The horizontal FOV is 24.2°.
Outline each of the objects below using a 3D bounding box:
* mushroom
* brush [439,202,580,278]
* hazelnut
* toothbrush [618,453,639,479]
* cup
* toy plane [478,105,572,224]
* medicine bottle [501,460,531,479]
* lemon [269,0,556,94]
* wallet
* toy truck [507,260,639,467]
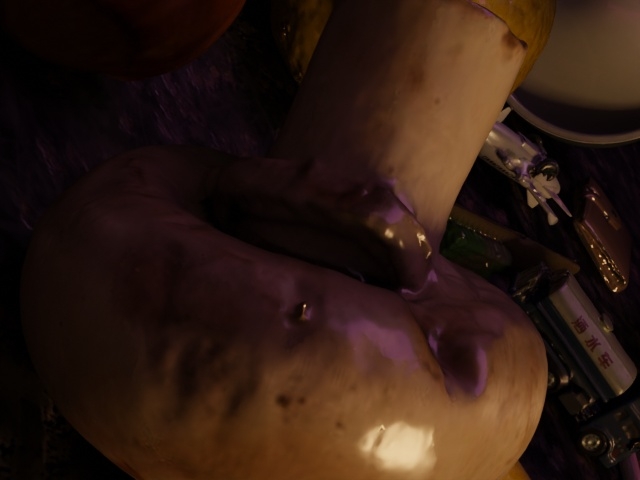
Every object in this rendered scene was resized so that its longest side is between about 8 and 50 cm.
[{"bbox_3d":[0.000,0.000,0.783,0.292,0.290,0.292,22,12,-5],"label":"mushroom"},{"bbox_3d":[0.174,0.016,1.432,0.282,0.054,0.048,19,54,-55],"label":"brush"},{"bbox_3d":[-0.130,-0.193,0.949,0.182,0.182,0.182,43,28,-30],"label":"hazelnut"},{"bbox_3d":[0.313,0.285,1.416,0.025,0.020,0.286,31,35,-34],"label":"toothbrush"},{"bbox_3d":[0.325,-0.283,1.744,0.274,0.259,0.357,0,89,-81],"label":"cup"},{"bbox_3d":[0.214,-0.091,1.632,0.171,0.065,0.162,45,15,-38],"label":"toy plane"},{"bbox_3d":[0.086,0.151,1.030,0.426,0.108,0.108,56,24,-5],"label":"medicine bottle"},{"bbox_3d":[0.079,-0.211,1.284,0.267,0.267,0.267,43,28,-30],"label":"lemon"},{"bbox_3d":[0.345,-0.012,1.815,0.118,0.038,0.153,55,25,-12],"label":"wallet"},{"bbox_3d":[0.247,0.112,1.413,0.202,0.088,0.074,54,23,-9],"label":"toy truck"}]
